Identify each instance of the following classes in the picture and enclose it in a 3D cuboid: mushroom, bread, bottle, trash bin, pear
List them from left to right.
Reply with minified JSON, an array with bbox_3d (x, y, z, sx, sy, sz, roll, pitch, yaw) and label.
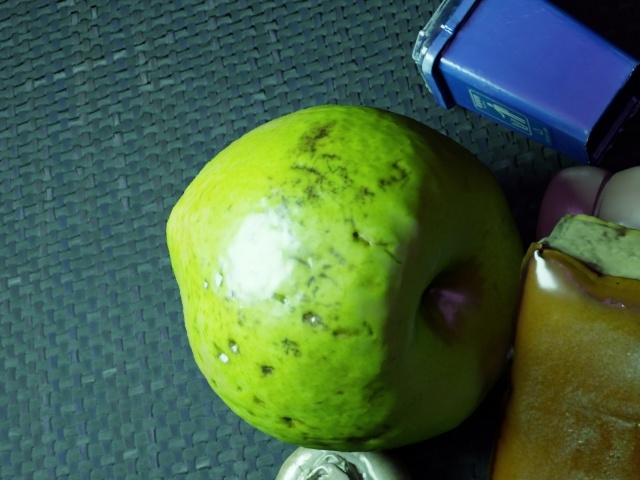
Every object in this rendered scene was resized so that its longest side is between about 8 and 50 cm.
[{"bbox_3d":[0.017,0.039,1.357,0.391,0.391,0.391,-6,71,19],"label":"pear"},{"bbox_3d":[0.023,0.287,1.399,0.166,0.127,0.166,-8,72,25],"label":"mushroom"},{"bbox_3d":[0.245,-0.203,1.466,0.234,0.162,0.184,34,87,21],"label":"trash bin"},{"bbox_3d":[0.337,0.164,1.236,0.333,0.143,0.323,16,120,25],"label":"bread"},{"bbox_3d":[0.369,0.022,1.337,0.297,0.173,0.206,9,99,22],"label":"bottle"}]
